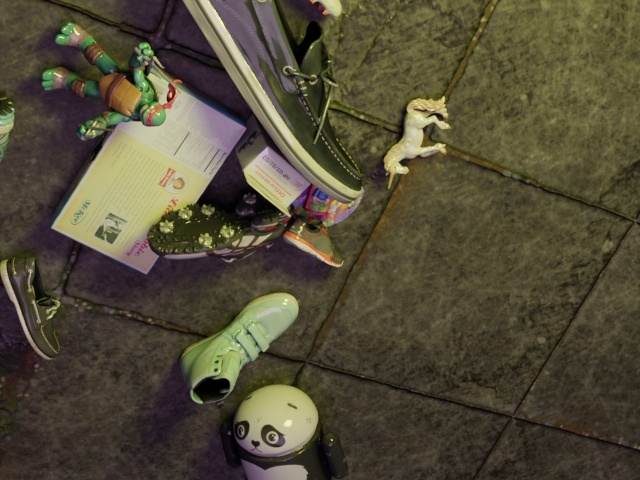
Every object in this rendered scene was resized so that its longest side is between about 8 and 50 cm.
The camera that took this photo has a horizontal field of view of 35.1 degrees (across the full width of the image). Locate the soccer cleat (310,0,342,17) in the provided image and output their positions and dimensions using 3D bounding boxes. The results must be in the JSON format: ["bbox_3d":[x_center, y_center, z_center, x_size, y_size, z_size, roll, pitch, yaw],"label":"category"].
[{"bbox_3d":[-0.017,-0.435,1.582,0.076,0.068,0.196,-39,117,5],"label":"soccer cleat"}]

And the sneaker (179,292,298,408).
[{"bbox_3d":[-0.137,0.207,1.855,0.256,0.151,0.094,-34,119,4],"label":"sneaker"}]

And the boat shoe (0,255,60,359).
[{"bbox_3d":[-0.489,0.118,1.762,0.065,0.075,0.206,-18,116,-1],"label":"boat shoe"}]

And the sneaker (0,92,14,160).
[{"bbox_3d":[-0.620,-0.164,1.555,0.283,0.110,0.122,4,121,-16],"label":"sneaker"}]

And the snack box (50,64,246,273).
[{"bbox_3d":[-0.289,-0.114,1.692,0.187,0.060,0.322,29,108,-25],"label":"snack box"}]

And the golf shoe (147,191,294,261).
[{"bbox_3d":[-0.167,-0.002,1.722,0.273,0.105,0.120,-16,142,-32],"label":"golf shoe"}]

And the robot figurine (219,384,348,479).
[{"bbox_3d":[-0.073,0.414,1.970,0.209,0.173,0.278,-19,122,-12],"label":"robot figurine"}]

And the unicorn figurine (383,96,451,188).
[{"bbox_3d":[0.168,-0.175,1.781,0.111,0.060,0.162,0,102,-13],"label":"unicorn figurine"}]

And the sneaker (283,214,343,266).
[{"bbox_3d":[0.000,0.000,1.816,0.158,0.061,0.065,31,85,-52],"label":"sneaker"}]

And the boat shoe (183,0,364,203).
[{"bbox_3d":[-0.048,-0.268,1.597,0.156,0.187,0.500,-30,115,7],"label":"boat shoe"}]

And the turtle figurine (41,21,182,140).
[{"bbox_3d":[-0.313,-0.227,1.543,0.175,0.234,0.118,-58,160,3],"label":"turtle figurine"}]

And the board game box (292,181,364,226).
[{"bbox_3d":[0.000,-0.088,1.795,0.133,0.033,0.169,-31,121,3],"label":"board game box"}]

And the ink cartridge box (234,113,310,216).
[{"bbox_3d":[-0.080,-0.125,1.667,0.061,0.181,0.104,-44,120,12],"label":"ink cartridge box"}]
